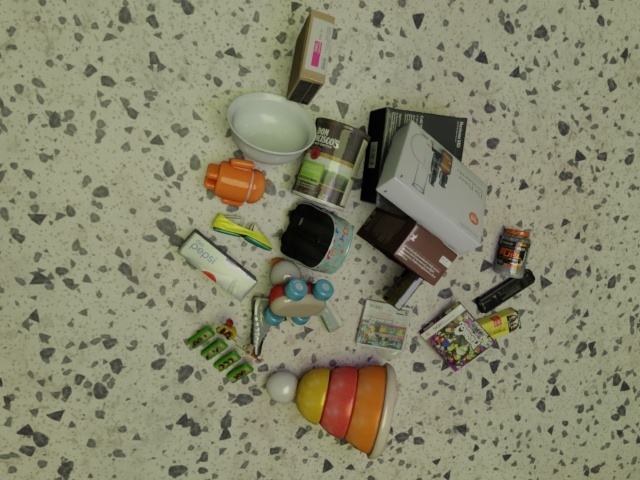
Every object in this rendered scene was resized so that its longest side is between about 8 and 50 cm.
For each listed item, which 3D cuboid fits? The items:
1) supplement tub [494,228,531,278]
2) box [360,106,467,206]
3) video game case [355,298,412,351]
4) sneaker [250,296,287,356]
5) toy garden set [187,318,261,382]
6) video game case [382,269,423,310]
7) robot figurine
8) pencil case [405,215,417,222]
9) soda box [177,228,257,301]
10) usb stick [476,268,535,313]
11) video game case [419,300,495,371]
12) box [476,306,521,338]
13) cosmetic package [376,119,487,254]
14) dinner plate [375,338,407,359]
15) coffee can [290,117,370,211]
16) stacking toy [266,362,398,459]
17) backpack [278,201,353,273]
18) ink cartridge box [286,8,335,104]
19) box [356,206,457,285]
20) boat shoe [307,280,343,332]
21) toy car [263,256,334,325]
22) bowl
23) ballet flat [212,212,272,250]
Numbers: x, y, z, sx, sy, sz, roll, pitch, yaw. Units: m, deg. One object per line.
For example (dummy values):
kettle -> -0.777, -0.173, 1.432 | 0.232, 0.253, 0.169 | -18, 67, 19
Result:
supplement tub -> 0.790, 0.052, 1.937 | 0.117, 0.117, 0.190 | 8, 97, -15
box -> 0.335, -0.291, 1.732 | 0.313, 0.179, 0.343 | 4, 99, -14
video game case -> 0.255, 0.341, 1.889 | 0.202, 0.023, 0.183 | 13, 91, -13
sneaker -> -0.190, 0.321, 1.755 | 0.132, 0.086, 0.228 | 1, 98, -17
toy garden set -> -0.333, 0.405, 1.703 | 0.204, 0.049, 0.244 | -36, 108, 24
video game case -> 0.347, 0.134, 1.772 | 0.035, 0.248, 0.274 | 39, 89, 0
robot figurine -> -0.284, -0.197, 1.621 | 0.220, 0.128, 0.158 | 12, 90, -15
pencil case -> 0.434, -0.060, 1.830 | 0.206, 0.086, 0.088 | 15, 75, -25
soda box -> -0.362, 0.088, 1.667 | 0.286, 0.091, 0.098 | 42, 88, -17
usb stick -> 0.784, 0.214, 2.001 | 0.278, 0.045, 0.077 | -31, 98, -7
video game case -> 0.560, 0.396, 1.938 | 0.210, 0.042, 0.232 | -40, 100, 13
box -> 0.732, 0.365, 2.006 | 0.232, 0.058, 0.087 | -16, 104, -10
cosmetic package -> 0.377, -0.172, 1.544 | 0.377, 0.097, 0.284 | 35, 54, -18
dinner plate -> 0.290, 0.422, 1.928 | 0.141, 0.017, 0.141 | -3, 101, -13
coffee can -> 0.035, -0.262, 1.650 | 0.202, 0.201, 0.275 | 18, 95, -16
stacking toy -> 0.029, 0.594, 1.791 | 0.480, 0.350, 0.350 | 13, 96, 3
backpack -> 0.000, 0.000, 1.662 | 0.191, 0.254, 0.225 | 20, 93, -36
ink cartridge box -> -0.035, -0.594, 1.555 | 0.088, 0.193, 0.234 | 12, 82, -16
box -> 0.290, 0.010, 1.665 | 0.191, 0.381, 0.143 | 37, 89, -17
boat shoe -> 0.002, 0.260, 1.794 | 0.081, 0.079, 0.227 | -37, 109, -10
toy car -> -0.100, 0.152, 1.701 | 0.210, 0.237, 0.219 | 5, 142, -32
bowl -> -0.174, -0.351, 1.586 | 0.298, 0.297, 0.134 | 8, 141, -15
ballet flat -> -0.268, -0.036, 1.683 | 0.231, 0.077, 0.077 | 21, 77, -15
